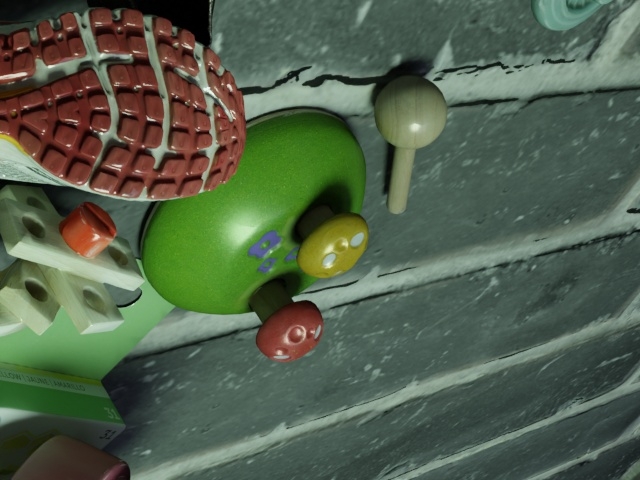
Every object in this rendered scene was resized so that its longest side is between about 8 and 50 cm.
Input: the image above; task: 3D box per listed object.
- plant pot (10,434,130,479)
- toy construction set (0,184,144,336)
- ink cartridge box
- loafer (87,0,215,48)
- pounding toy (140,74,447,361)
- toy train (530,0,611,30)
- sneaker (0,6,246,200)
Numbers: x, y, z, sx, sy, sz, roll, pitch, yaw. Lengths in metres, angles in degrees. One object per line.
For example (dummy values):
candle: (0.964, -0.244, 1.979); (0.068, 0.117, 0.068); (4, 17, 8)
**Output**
plant pot: (-0.146, 0.263, 0.843); (0.201, 0.180, 0.201); (25, 90, -83)
toy construction set: (-0.248, 0.099, 0.694); (0.215, 0.151, 0.328); (34, 101, -37)
ink cartridge box: (-0.201, 0.109, 0.879); (0.235, 0.056, 0.171); (-41, 153, 13)
loafer: (-0.069, -0.160, 0.565); (0.080, 0.078, 0.220); (-27, 153, -18)
pounding toy: (0.000, 0.000, 0.867); (0.237, 0.110, 0.183); (-26, 149, -20)
toy train: (0.103, -0.233, 0.602); (0.190, 0.142, 0.334); (-54, 150, 13)
sneaker: (-0.143, -0.069, 0.574); (0.225, 0.088, 0.093); (8, 178, -22)
